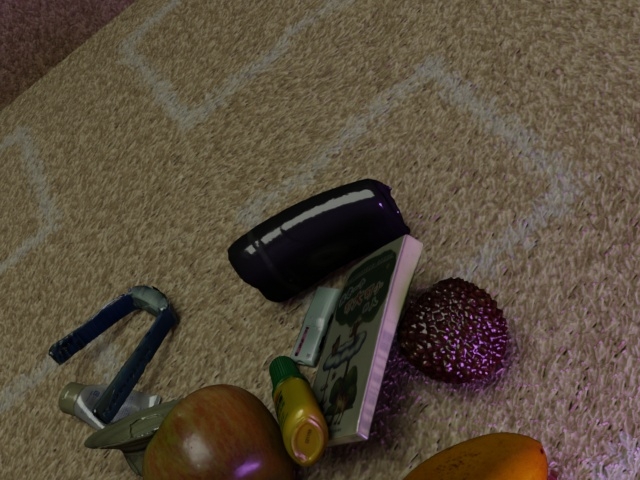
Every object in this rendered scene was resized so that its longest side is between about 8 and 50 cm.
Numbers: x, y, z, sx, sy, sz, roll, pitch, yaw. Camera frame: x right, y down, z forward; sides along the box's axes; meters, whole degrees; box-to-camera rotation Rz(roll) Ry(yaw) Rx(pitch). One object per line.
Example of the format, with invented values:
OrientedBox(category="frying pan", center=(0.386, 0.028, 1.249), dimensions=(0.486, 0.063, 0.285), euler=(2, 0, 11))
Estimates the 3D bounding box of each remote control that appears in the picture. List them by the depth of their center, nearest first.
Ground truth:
OrientedBox(category="remote control", center=(-0.011, 0.169, 1.593), dimensions=(0.065, 0.029, 0.166), euler=(6, 62, 34))

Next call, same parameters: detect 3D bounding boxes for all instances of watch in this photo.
OrientedBox(category="watch", center=(-0.426, 0.228, 1.739), dimensions=(0.274, 0.068, 0.276), euler=(-37, 42, -19))

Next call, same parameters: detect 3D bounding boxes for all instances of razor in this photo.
OrientedBox(category="razor", center=(-0.001, -0.001, 1.593), dimensions=(0.349, 0.204, 0.113), euler=(-26, 53, 11))

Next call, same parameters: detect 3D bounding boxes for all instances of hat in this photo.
OrientedBox(category="hat", center=(-0.321, 0.398, 1.554), dimensions=(0.252, 0.252, 0.110), euler=(-16, 93, 22))

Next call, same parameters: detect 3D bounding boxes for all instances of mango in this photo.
OrientedBox(category="mango", center=(0.213, 0.393, 1.190), dimensions=(0.290, 0.160, 0.191), euler=(-40, 12, -3))

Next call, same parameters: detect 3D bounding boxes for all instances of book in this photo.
OrientedBox(category="book", center=(0.062, 0.188, 1.432), dimensions=(0.260, 0.043, 0.370), euler=(-37, 31, 59))

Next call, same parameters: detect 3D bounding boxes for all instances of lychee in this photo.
OrientedBox(category="lychee", center=(0.230, 0.157, 1.355), dimensions=(0.188, 0.188, 0.188), euler=(-17, 51, 21))

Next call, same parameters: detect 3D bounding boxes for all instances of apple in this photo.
OrientedBox(category="apple", center=(-0.169, 0.392, 1.378), dimensions=(0.264, 0.264, 0.264), euler=(-17, 51, 21))

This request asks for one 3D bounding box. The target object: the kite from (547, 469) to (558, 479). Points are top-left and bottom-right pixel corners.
OrientedBox(category="kite", center=(0.300, 0.518, 1.148), dimensions=(0.204, 0.022, 0.360), euler=(28, 79, 42))

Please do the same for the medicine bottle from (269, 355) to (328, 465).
OrientedBox(category="medicine bottle", center=(-0.046, 0.285, 1.422), dimensions=(0.076, 0.111, 0.309), euler=(-1, 14, -9))

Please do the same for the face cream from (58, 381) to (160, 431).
OrientedBox(category="face cream", center=(-0.452, 0.364, 1.715), dimensions=(0.224, 0.070, 0.114), euler=(10, 64, 23))
